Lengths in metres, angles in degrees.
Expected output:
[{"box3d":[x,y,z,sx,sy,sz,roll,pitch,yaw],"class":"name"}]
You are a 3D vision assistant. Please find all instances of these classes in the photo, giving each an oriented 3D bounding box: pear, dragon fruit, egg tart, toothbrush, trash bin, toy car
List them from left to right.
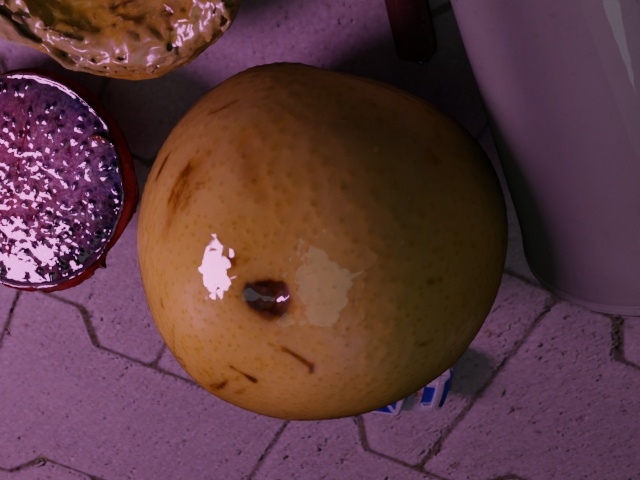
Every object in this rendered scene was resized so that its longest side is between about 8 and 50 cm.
[{"box3d":[-0.271,-0.065,1.203,0.223,0.148,0.219,3,98,16],"class":"dragon fruit"},{"box3d":[-0.192,-0.271,1.028,0.288,0.118,0.288,3,129,4],"class":"egg tart"},{"box3d":[0.000,0.000,1.077,0.348,0.348,0.348,3,128,4],"class":"pear"},{"box3d":[0.067,0.157,1.362,0.170,0.070,0.080,10,129,-1],"class":"toy car"},{"box3d":[0.051,-0.315,1.015,0.040,0.041,0.364,-7,127,13],"class":"toothbrush"},{"box3d":[0.261,-0.144,0.978,0.280,0.280,0.432,-15,122,18],"class":"trash bin"}]
